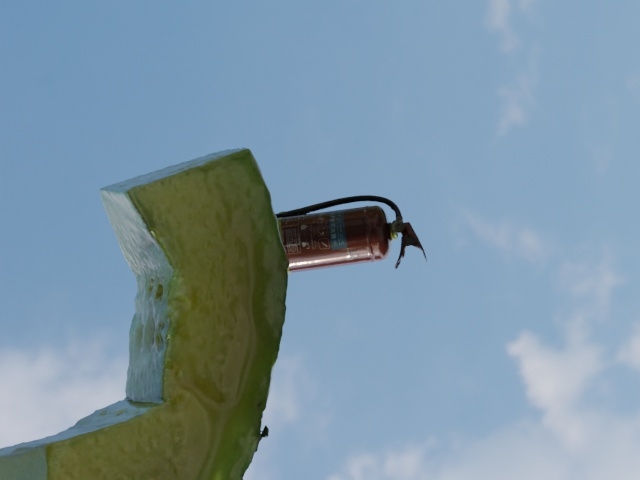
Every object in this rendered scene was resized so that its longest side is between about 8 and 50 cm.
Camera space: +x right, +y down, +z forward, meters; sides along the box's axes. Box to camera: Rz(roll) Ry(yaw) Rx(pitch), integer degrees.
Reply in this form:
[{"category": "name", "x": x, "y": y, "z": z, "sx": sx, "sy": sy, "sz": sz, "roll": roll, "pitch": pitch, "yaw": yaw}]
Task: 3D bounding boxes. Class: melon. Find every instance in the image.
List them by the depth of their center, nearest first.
[{"category": "melon", "x": -0.071, "y": 0.055, "z": 0.596, "sx": 0.118, "sy": 0.064, "sz": 0.209, "roll": 20, "pitch": -104, "yaw": -38}]

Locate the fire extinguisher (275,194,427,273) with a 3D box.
[{"category": "fire extinguisher", "x": 0.000, "y": 0.000, "z": 0.910, "sx": 0.039, "sy": 0.132, "sz": 0.056, "roll": 69, "pitch": -165, "yaw": -58}]
